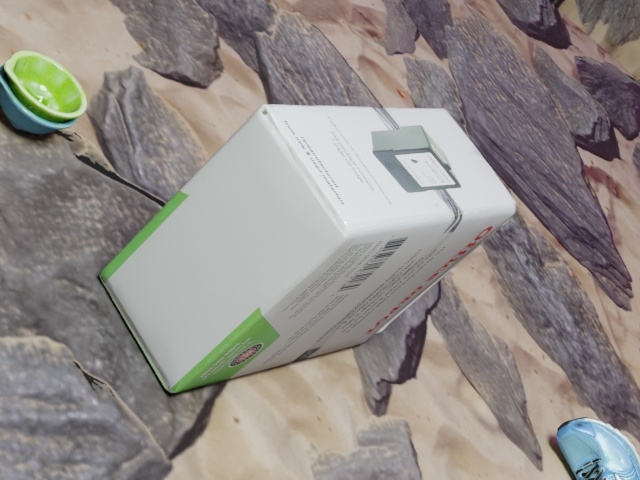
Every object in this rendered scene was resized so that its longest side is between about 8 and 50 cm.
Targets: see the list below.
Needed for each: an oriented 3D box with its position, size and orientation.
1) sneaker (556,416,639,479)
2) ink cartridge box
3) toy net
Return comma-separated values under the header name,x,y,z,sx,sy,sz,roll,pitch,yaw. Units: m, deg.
name,x,y,z,sx,sy,sz,roll,pitch,yaw
sneaker,0.280,0.241,1.221,0.162,0.063,0.073,55,32,13
ink cartridge box,0.000,0.000,0.988,0.115,0.198,0.273,56,29,16
toy net,-0.266,-0.100,0.905,0.122,0.045,0.232,48,29,-1
